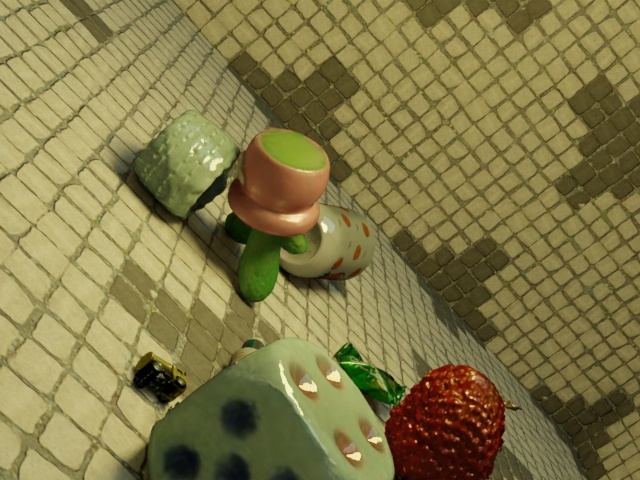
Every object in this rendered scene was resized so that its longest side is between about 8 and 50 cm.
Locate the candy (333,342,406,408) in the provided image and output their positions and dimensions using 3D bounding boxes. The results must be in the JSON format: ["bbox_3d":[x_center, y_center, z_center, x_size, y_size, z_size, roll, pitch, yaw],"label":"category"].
[{"bbox_3d":[0.119,0.340,2.161,0.203,0.078,0.141,40,3,4],"label":"candy"}]

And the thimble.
[{"bbox_3d":[-0.286,-0.168,1.902,0.172,0.205,0.250,43,23,-2],"label":"thimble"}]

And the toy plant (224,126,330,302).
[{"bbox_3d":[-0.115,-0.080,1.963,0.210,0.356,0.317,1,38,-19],"label":"toy plant"}]

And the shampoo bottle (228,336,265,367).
[{"bbox_3d":[-0.136,0.235,1.639,0.074,0.074,0.192,48,16,-11],"label":"shampoo bottle"}]

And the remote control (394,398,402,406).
[{"bbox_3d":[0.193,0.413,2.312,0.124,0.018,0.053,53,13,7],"label":"remote control"}]

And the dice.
[{"bbox_3d":[-0.069,0.317,1.260,0.262,0.264,0.268,55,14,12],"label":"dice"}]

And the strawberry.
[{"bbox_3d":[0.309,0.442,1.962,0.292,0.343,0.292,29,33,-21],"label":"strawberry"}]

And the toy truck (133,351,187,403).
[{"bbox_3d":[-0.253,0.219,1.378,0.083,0.049,0.054,41,16,-31],"label":"toy truck"}]

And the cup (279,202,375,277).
[{"bbox_3d":[0.000,0.000,2.357,0.212,0.212,0.317,55,16,16],"label":"cup"}]
